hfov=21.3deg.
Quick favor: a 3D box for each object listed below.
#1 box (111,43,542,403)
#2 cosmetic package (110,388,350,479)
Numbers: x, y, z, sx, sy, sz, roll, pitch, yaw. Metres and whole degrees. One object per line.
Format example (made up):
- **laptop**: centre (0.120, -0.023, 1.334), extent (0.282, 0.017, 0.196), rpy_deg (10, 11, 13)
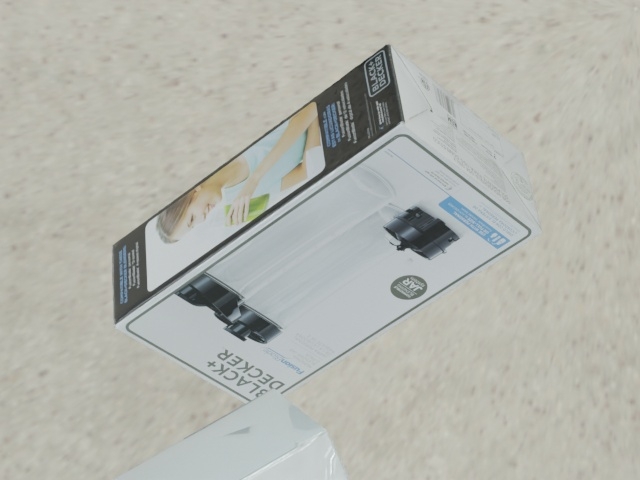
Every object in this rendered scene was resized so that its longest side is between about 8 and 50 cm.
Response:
- **box**: centre (0.000, 0.000, 1.284), extent (0.290, 0.087, 0.169), rpy_deg (-33, 132, 26)
- **cosmetic package**: centre (-0.060, 0.315, 0.944), extent (0.284, 0.097, 0.377), rpy_deg (-27, 109, -12)
